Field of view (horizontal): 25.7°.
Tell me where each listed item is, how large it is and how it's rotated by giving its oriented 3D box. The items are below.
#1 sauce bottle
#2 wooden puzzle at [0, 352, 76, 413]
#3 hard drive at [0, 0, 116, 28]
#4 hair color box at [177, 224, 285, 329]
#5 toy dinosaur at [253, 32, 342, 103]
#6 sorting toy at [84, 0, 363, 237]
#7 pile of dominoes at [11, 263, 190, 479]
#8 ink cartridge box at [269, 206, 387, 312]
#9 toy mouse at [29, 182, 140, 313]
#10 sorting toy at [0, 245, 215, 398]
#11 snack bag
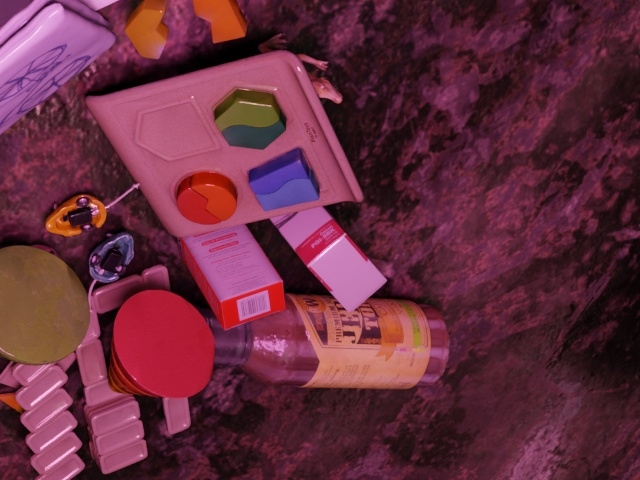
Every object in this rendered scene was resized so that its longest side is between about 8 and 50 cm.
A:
[{"bbox_3d":[-0.013,0.117,1.619,0.344,0.111,0.111,4,123,-33],"label":"sauce bottle"},{"bbox_3d":[-0.313,0.139,1.541,0.116,0.014,0.078,-46,137,9],"label":"wooden puzzle"},{"bbox_3d":[-0.302,-0.320,1.166,0.233,0.047,0.353,-26,134,-7],"label":"hard drive"},{"bbox_3d":[-0.096,0.028,1.483,0.072,0.141,0.043,-18,132,-15],"label":"hair color box"},{"bbox_3d":[-0.060,-0.168,1.391,0.183,0.092,0.053,3,114,19],"label":"toy dinosaur"},{"bbox_3d":[-0.108,-0.114,1.356,0.229,0.041,0.307,-9,138,17],"label":"sorting toy"},{"bbox_3d":[-0.252,0.154,1.575,0.196,0.040,0.251,-20,126,-23],"label":"pile of dominoes"},{"bbox_3d":[0.000,0.000,1.519,0.056,0.135,0.099,-41,134,1],"label":"ink cartridge box"},{"bbox_3d":[-0.254,0.015,1.461,0.161,0.031,0.143,-20,130,-13],"label":"toy mouse"},{"bbox_3d":[-0.295,0.094,1.431,0.365,0.127,0.126,19,144,-26],"label":"sorting toy"},{"bbox_3d":[-0.325,-0.087,1.185,0.342,0.323,0.037,-39,95,3],"label":"snack bag"}]
